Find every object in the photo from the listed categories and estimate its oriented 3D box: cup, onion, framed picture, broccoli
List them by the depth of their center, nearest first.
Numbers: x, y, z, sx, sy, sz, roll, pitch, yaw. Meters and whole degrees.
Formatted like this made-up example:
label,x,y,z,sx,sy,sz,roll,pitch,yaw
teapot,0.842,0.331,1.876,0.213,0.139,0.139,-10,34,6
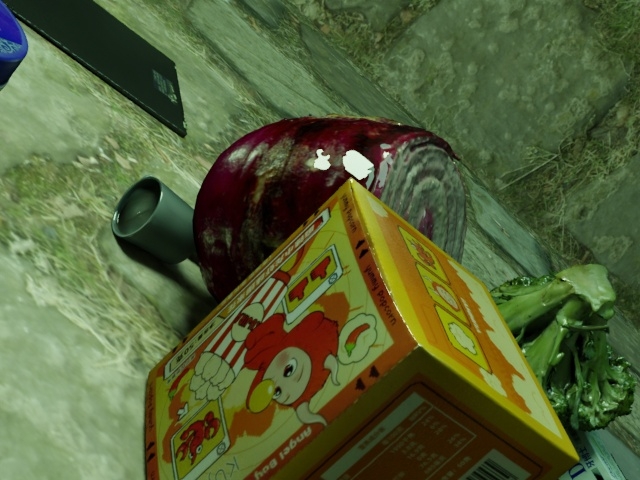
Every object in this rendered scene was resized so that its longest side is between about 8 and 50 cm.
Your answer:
label,x,y,z,sx,sy,sz,roll,pitch,yaw
onion,0.000,0.000,1.252,0.260,0.282,0.336,5,8,27
cup,-0.181,-0.028,1.280,0.077,0.078,0.100,38,33,-39
framed picture,-0.338,-0.305,1.677,0.338,0.014,0.255,35,20,-30
broccoli,0.355,0.163,1.777,0.321,0.283,0.304,-16,57,-39

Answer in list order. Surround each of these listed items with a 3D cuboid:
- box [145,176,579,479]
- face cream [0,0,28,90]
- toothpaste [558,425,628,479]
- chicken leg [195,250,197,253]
label,x,y,z,sx,sy,sz,roll,pitch,yaw
box,0.016,0.147,0.979,0.214,0.283,0.259,37,18,-30
face cream,-0.403,-0.209,1.115,0.206,0.111,0.206,40,16,-14
toothpaste,0.404,0.310,1.888,0.067,0.081,0.336,34,20,-32
chicken leg,-0.109,0.023,1.379,0.198,0.069,0.085,32,44,-19
